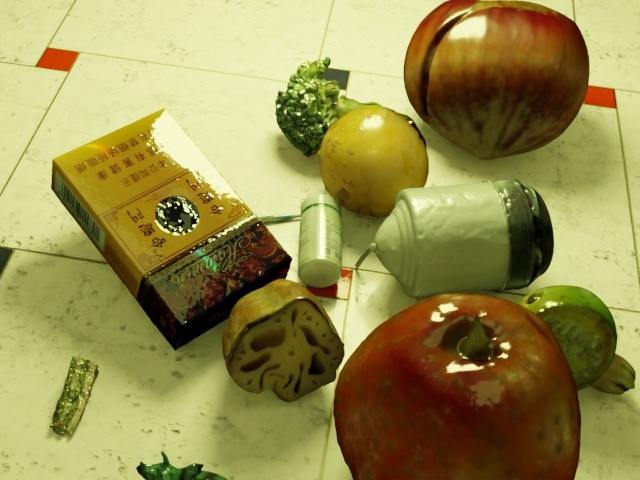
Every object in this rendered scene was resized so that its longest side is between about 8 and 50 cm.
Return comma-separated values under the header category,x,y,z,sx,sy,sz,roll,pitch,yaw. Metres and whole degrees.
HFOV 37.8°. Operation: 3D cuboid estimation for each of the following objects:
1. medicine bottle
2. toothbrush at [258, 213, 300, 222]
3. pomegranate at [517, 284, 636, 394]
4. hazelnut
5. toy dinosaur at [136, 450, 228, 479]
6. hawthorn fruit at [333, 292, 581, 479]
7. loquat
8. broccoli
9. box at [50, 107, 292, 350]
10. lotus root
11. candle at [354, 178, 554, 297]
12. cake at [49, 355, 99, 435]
category,x,y,z,sx,sy,sz,roll,pitch,yaw
medicine bottle,0.000,0.000,1.849,0.086,0.086,0.183,4,46,-2
toothbrush,-0.084,-0.050,1.936,0.220,0.016,0.019,-10,46,-15
pomegranate,0.454,0.168,1.672,0.241,0.190,0.159,10,21,6
hazelnut,0.390,-0.370,2.078,0.409,0.359,0.359,-1,46,5
toy dinosaur,-0.154,0.416,1.447,0.292,0.120,0.079,32,35,-8
hawthorn fruit,0.214,0.248,1.429,0.403,0.402,0.402,3,46,-3
loquat,0.109,-0.165,1.926,0.235,0.235,0.235,3,46,-3
broccoli,0.014,-0.311,2.089,0.275,0.198,0.177,-32,12,-39
box,-0.280,-0.028,1.756,0.264,0.116,0.415,-30,72,-31
lotus root,-0.083,0.163,1.638,0.199,0.188,0.180,-31,32,-7
candle,0.249,0.000,1.784,0.343,0.221,0.221,-6,47,-9
cake,-0.416,0.260,1.581,0.051,0.055,0.140,13,48,-2
